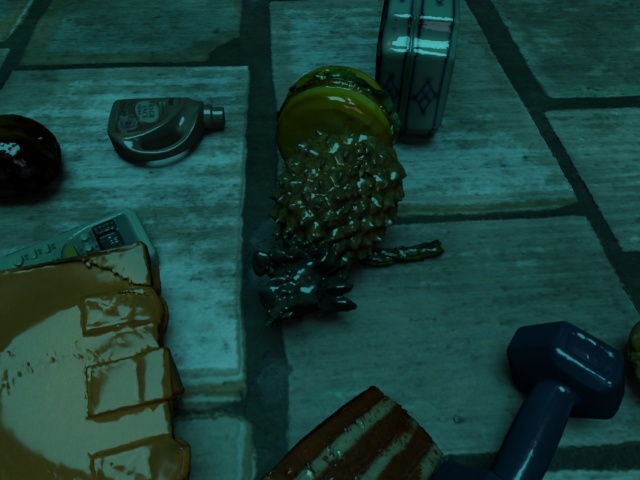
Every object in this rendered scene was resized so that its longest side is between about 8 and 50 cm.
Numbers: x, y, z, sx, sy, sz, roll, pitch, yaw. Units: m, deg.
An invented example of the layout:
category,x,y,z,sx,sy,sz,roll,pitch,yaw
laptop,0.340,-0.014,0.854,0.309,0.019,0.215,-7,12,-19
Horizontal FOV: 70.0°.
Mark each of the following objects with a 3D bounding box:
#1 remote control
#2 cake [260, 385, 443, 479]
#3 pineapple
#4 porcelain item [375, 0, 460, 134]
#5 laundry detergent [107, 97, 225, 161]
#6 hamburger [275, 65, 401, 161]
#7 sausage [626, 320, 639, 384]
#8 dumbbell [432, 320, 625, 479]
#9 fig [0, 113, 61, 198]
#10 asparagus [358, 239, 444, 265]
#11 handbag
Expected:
category,x,y,z,sx,sy,sz,roll,pitch,yaw
remote control,-0.443,0.047,0.785,0.297,0.056,0.140,-25,57,-20
cake,0.035,0.332,0.591,0.158,0.159,0.262,38,27,24
pineapple,0.000,0.001,0.754,0.223,0.222,0.357,16,64,10
porcelain item,0.201,-0.398,0.992,0.157,0.285,0.281,8,55,8
laundry detergent,-0.330,-0.239,0.992,0.237,0.076,0.171,-3,54,-6
hamburger,0.036,-0.232,0.902,0.246,0.246,0.169,7,52,4
sausage,0.577,0.186,0.669,0.242,0.120,0.136,12,43,8
dumbbell,0.274,0.260,0.592,0.144,0.160,0.325,49,61,-7
fig,-0.652,-0.145,0.884,0.275,0.145,0.170,-20,54,1
asparagus,0.146,0.024,0.834,0.165,0.030,0.036,-7,78,-9
handbag,-0.337,0.215,0.602,0.304,0.116,0.409,-11,63,-14
